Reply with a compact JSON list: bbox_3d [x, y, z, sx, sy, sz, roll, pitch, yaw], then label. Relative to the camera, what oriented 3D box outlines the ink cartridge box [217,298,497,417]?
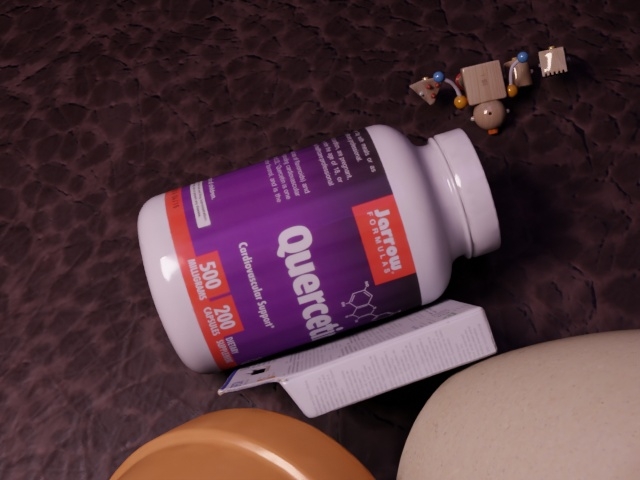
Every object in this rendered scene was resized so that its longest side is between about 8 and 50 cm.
[{"bbox_3d":[0.030,0.108,0.977,0.224,0.223,0.045,-18,89,0],"label":"ink cartridge box"}]

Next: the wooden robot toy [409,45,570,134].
[{"bbox_3d":[0.190,-0.156,1.213,0.173,0.076,0.079,-12,91,3],"label":"wooden robot toy"}]

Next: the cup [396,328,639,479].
[{"bbox_3d":[0.198,0.204,0.841,0.237,0.331,0.331,16,60,42],"label":"cup"}]

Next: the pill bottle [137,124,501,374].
[{"bbox_3d":[0.000,0.000,1.066,0.323,0.181,0.181,-18,56,0],"label":"pill bottle"}]

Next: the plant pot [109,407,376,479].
[{"bbox_3d":[-0.094,0.285,0.805,0.291,0.203,0.291,3,96,30],"label":"plant pot"}]
